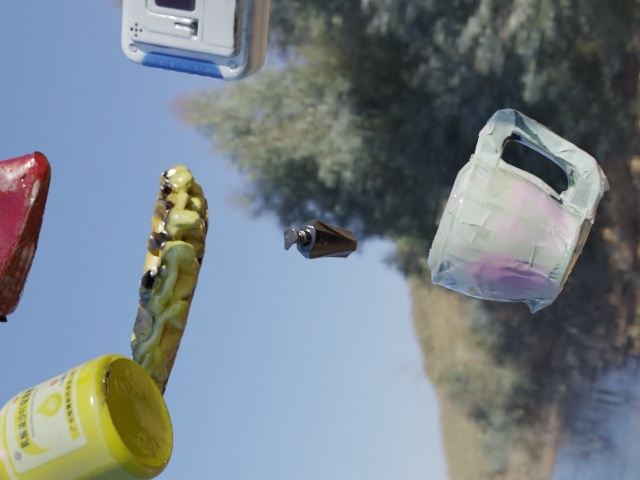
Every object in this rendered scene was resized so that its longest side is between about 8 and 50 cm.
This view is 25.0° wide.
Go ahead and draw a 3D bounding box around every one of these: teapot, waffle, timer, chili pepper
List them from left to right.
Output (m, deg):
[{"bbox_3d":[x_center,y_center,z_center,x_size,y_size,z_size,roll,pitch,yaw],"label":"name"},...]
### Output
[{"bbox_3d":[-0.443,-0.026,1.977,0.252,0.136,0.144,-61,29,21],"label":"chili pepper"},{"bbox_3d":[-0.251,0.079,2.285,0.379,0.095,0.382,-104,29,-70],"label":"waffle"},{"bbox_3d":[-0.147,-0.317,1.672,0.078,0.178,0.253,-38,-45,-62],"label":"timer"},{"bbox_3d":[0.241,-0.024,1.762,0.163,0.178,0.221,102,-171,-65],"label":"teapot"}]

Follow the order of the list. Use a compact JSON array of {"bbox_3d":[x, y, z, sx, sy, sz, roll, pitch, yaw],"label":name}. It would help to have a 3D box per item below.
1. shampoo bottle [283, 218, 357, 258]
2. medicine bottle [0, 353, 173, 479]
[{"bbox_3d":[0.000,0.000,1.716,0.137,0.027,0.048,9,-88,-59],"label":"shampoo bottle"},{"bbox_3d":[-0.252,0.194,1.324,0.122,0.213,0.121,52,-156,-34],"label":"medicine bottle"}]
